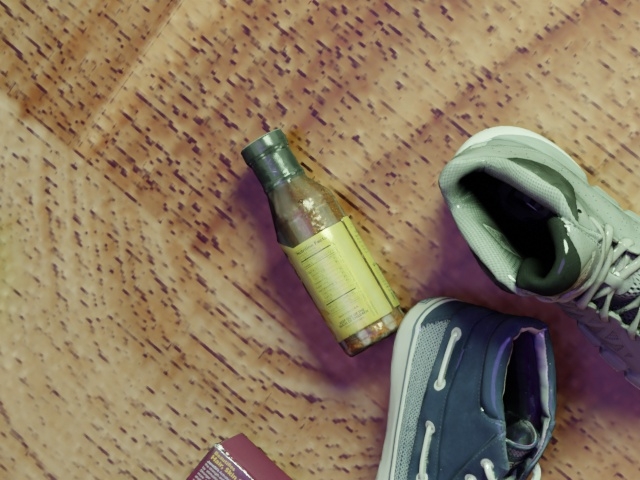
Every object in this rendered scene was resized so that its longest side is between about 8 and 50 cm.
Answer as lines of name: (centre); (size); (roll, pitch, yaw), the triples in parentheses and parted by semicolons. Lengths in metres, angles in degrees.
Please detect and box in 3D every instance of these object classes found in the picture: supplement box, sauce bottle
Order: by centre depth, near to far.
sauce bottle: (0.000, 0.000, 1.055); (0.042, 0.042, 0.128); (-31, 84, 16)
supplement box: (-0.056, 0.156, 1.082); (0.055, 0.043, 0.083); (43, 105, 11)

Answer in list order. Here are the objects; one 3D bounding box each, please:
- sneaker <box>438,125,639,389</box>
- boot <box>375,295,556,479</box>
sneaker: (0.148, 0.028, 0.968); (0.228, 0.132, 0.086); (34, 103, 11)
boot: (0.075, 0.127, 1.013); (0.086, 0.069, 0.190); (9, 99, 56)
